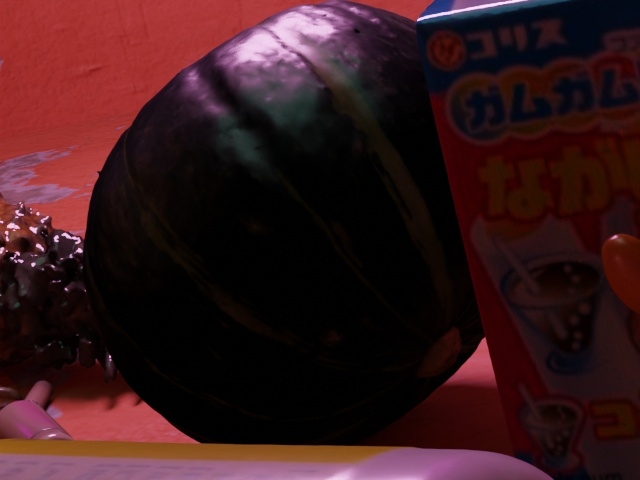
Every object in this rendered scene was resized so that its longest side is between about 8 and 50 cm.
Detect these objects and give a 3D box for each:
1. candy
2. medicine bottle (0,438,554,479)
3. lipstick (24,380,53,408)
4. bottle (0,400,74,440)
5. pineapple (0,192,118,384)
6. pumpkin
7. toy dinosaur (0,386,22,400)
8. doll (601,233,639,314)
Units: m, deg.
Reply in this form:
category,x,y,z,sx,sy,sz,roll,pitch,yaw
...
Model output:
category,x,y,z,sx,sy,sz,roll,pitch,yaw
candy,0.168,-0.003,0.890,0.157,0.305,0.100,-7,17,23
medicine bottle,-0.007,0.178,0.560,0.379,0.213,0.213,-3,18,34
lipstick,-0.238,0.139,1.300,0.019,0.019,0.094,-12,14,7
bottle,-0.210,0.151,1.181,0.045,0.045,0.096,-20,18,-24
pineapple,-0.243,0.050,1.402,0.169,0.169,0.340,-25,25,-37
pumpkin,0.000,0.000,1.056,0.323,0.323,0.241,-23,58,-31
toy dinosaur,-0.416,0.148,1.340,0.251,0.072,0.200,-16,1,32
doll,0.207,0.077,0.741,0.143,0.220,0.135,0,15,31
